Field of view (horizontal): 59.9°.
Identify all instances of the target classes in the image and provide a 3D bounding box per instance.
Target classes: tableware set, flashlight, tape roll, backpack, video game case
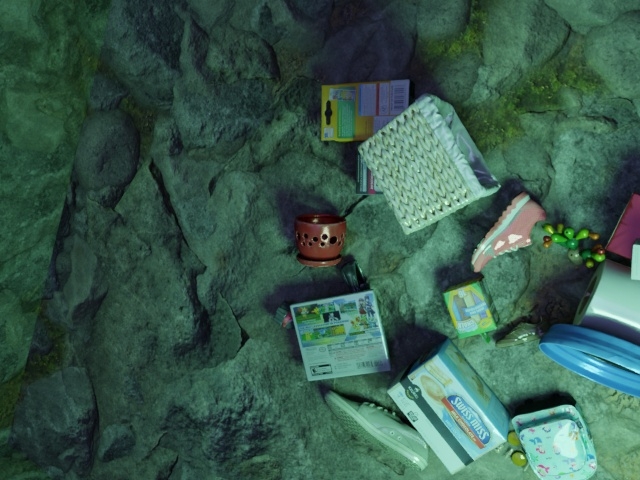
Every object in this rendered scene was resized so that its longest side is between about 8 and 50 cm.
[{"bbox_3d":[0.668,0.711,1.919,0.154,0.024,0.103,32,104,18],"label":"tableware set"},{"bbox_3d":[-0.036,0.349,2.141,0.304,0.103,0.103,32,138,16],"label":"flashlight"},{"bbox_3d":[0.878,0.197,1.648,0.169,0.246,0.245,23,104,19],"label":"tape roll"},{"bbox_3d":[0.762,0.654,1.789,0.225,0.191,0.253,-22,92,23],"label":"backpack"},{"bbox_3d":[0.073,0.351,2.041,0.329,0.036,0.299,-12,93,20],"label":"video game case"}]

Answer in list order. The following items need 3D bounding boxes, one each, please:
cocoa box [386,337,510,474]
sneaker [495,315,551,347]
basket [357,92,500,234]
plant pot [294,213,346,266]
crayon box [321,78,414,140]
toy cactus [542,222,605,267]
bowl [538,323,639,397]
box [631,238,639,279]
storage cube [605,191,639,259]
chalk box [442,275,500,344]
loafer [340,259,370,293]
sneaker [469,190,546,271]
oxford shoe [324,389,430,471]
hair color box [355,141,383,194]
[{"bbox_3d":[0.440,0.549,1.882,0.228,0.231,0.347,-42,80,21],"label":"cocoa box"},{"bbox_3d":[0.672,0.309,1.858,0.189,0.066,0.071,-20,71,19],"label":"sneaker"},{"bbox_3d":[0.329,-0.227,1.671,0.267,0.328,0.331,-30,84,25],"label":"basket"},{"bbox_3d":[0.000,0.000,2.039,0.191,0.191,0.173,5,104,23],"label":"plant pot"},{"bbox_3d":[0.166,-0.455,1.970,0.323,0.083,0.202,3,97,22],"label":"crayon box"},{"bbox_3d":[0.779,0.027,1.710,0.219,0.180,0.112,26,74,45],"label":"toy cactus"},{"bbox_3d":[0.844,0.355,1.618,0.392,0.391,0.077,23,79,19],"label":"bowl"},{"bbox_3d":[0.895,0.053,1.488,0.102,0.087,0.101,5,104,32],"label":"box"},{"bbox_3d":[0.966,-0.022,1.608,0.193,0.215,0.183,26,106,26],"label":"storage cube"},{"bbox_3d":[0.517,0.246,1.870,0.132,0.132,0.212,-20,86,24],"label":"chalk box"},{"bbox_3d":[0.151,0.178,2.050,0.078,0.076,0.223,-32,79,32],"label":"loafer"},{"bbox_3d":[0.610,-0.003,1.812,0.136,0.116,0.313,38,109,14],"label":"sneaker"},{"bbox_3d":[0.213,0.679,2.062,0.450,0.169,0.130,26,61,26],"label":"oxford shoe"},{"bbox_3d":[0.315,-0.248,1.913,0.375,0.114,0.185,3,97,22],"label":"hair color box"}]
